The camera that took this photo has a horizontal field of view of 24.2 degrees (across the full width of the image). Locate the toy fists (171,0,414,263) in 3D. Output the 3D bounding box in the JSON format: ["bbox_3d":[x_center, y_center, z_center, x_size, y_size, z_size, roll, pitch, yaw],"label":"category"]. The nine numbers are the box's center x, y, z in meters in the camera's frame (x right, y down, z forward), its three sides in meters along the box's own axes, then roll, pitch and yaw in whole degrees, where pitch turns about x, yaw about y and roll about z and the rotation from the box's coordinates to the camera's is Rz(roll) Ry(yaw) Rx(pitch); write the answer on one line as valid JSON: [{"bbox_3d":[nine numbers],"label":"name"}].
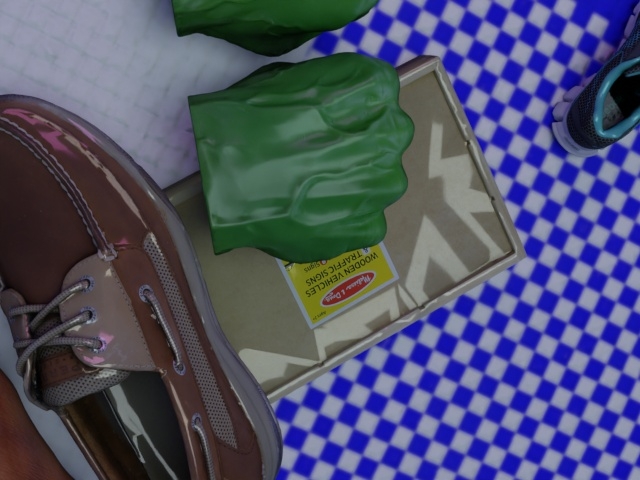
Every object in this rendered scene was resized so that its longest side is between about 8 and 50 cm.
[{"bbox_3d":[-0.021,-0.124,0.984,0.142,0.096,0.279,-9,84,-4],"label":"toy fists"}]

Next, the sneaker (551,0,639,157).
[{"bbox_3d":[0.242,-0.127,1.092,0.065,0.076,0.166,37,90,-8],"label":"sneaker"}]

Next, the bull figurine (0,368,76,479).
[{"bbox_3d":[-0.216,0.190,0.964,0.188,0.101,0.310,-41,103,-40],"label":"bull figurine"}]

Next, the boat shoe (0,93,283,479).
[{"bbox_3d":[-0.136,0.056,0.949,0.123,0.116,0.324,-27,102,30],"label":"boat shoe"}]

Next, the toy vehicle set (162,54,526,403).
[{"bbox_3d":[0.000,0.000,1.058,0.267,0.035,0.166,-28,106,-13],"label":"toy vehicle set"}]
